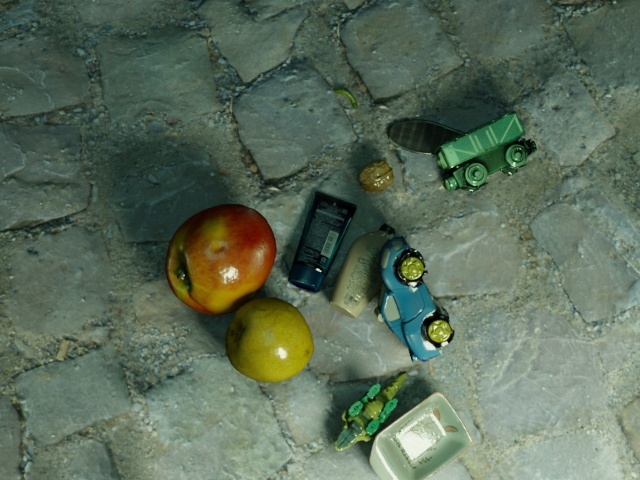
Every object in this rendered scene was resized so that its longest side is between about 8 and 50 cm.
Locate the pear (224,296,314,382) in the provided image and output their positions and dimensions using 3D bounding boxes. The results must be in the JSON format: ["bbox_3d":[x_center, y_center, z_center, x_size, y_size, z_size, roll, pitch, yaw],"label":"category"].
[{"bbox_3d":[-0.115,0.239,1.757,0.209,0.209,0.208,0,71,-1],"label":"pear"}]

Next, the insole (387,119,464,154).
[{"bbox_3d":[0.338,-0.272,2.043,0.310,0.012,0.110,15,70,4],"label":"insole"}]

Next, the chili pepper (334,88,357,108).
[{"bbox_3d":[0.075,-0.399,2.079,0.030,0.017,0.083,-40,77,-12],"label":"chili pepper"}]

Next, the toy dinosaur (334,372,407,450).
[{"bbox_3d":[0.130,0.389,1.748,0.094,0.153,0.259,43,66,11],"label":"toy dinosaur"}]

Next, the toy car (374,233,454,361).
[{"bbox_3d":[0.204,0.140,1.783,0.166,0.198,0.314,-23,92,4],"label":"toy car"}]

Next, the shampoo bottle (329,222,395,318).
[{"bbox_3d":[0.116,0.070,1.883,0.127,0.078,0.256,32,74,-1],"label":"shampoo bottle"}]

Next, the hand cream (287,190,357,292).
[{"bbox_3d":[0.000,0.000,1.921,0.120,0.061,0.270,19,67,4],"label":"hand cream"}]

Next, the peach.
[{"bbox_3d":[-0.233,0.046,1.807,0.238,0.281,0.280,3,63,46],"label":"peach"}]

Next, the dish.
[{"bbox_3d":[0.221,0.474,1.742,0.234,0.064,0.154,-32,89,-13],"label":"dish"}]

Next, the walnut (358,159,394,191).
[{"bbox_3d":[0.148,-0.172,1.971,0.096,0.082,0.079,-25,105,-4],"label":"walnut"}]

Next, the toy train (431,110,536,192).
[{"bbox_3d":[0.436,-0.228,1.966,0.270,0.115,0.154,-25,87,-1],"label":"toy train"}]
